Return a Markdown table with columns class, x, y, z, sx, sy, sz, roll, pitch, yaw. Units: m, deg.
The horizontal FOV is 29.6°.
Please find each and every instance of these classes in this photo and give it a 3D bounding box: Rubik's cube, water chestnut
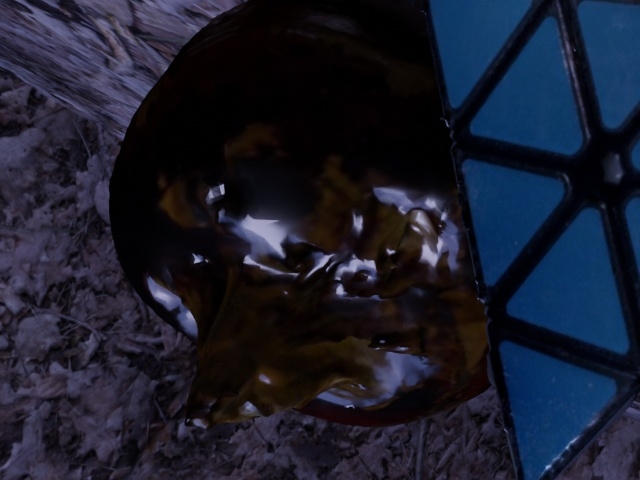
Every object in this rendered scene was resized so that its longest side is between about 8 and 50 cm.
| class | x | y | z | sx | sy | sz | roll | pitch | yaw |
| --- | --- | --- | --- | --- | --- | --- | --- | --- | --- |
| Rubik's cube | 0.189 | -0.032 | 0.670 | 0.228 | 0.233 | 0.229 | -86 | -19 | -58 |
| water chestnut | 0.000 | 0.000 | 0.855 | 0.335 | 0.347 | 0.335 | 13 | 126 | 18 |
